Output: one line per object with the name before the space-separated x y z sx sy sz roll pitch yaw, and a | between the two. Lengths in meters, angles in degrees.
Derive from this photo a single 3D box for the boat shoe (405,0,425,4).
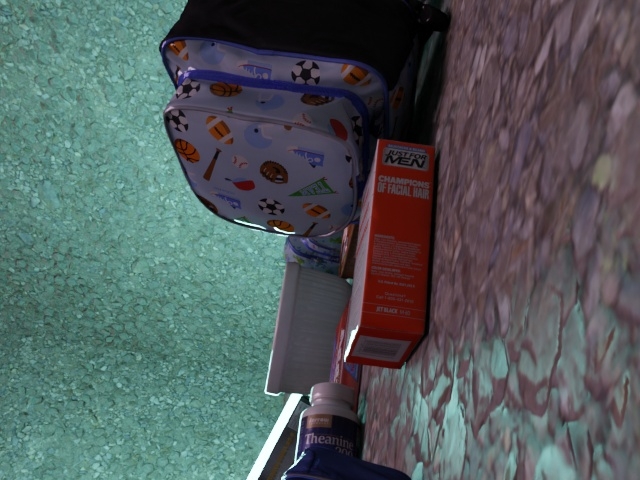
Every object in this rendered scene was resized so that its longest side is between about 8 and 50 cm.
boat shoe | 0.071 -0.249 0.821 0.258 0.088 0.109 129 159 -66

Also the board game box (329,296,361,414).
board game box | 0.022 0.226 0.931 0.145 0.027 0.282 108 171 -65

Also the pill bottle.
pill bottle | 0.008 0.218 0.807 0.067 0.067 0.120 103 175 -56

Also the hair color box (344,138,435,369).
hair color box | 0.058 0.012 0.624 0.093 0.053 0.167 101 176 -64

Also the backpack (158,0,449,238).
backpack | -0.023 -0.120 0.779 0.263 0.276 0.213 72 -143 -61

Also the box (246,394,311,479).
box | -0.068 0.369 1.265 0.231 0.056 0.183 -62 2 -8

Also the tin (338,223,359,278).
tin | 0.055 -0.026 1.004 0.190 0.040 0.106 102 180 -46

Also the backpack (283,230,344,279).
backpack | 0.000 0.000 1.231 0.084 0.114 0.105 102 177 -49

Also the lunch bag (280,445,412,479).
lunch bag | 0.016 0.184 0.484 0.065 0.098 0.067 -31 -50 -69

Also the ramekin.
ramekin | -0.017 0.142 1.167 0.207 0.108 0.207 -170 90 -87
